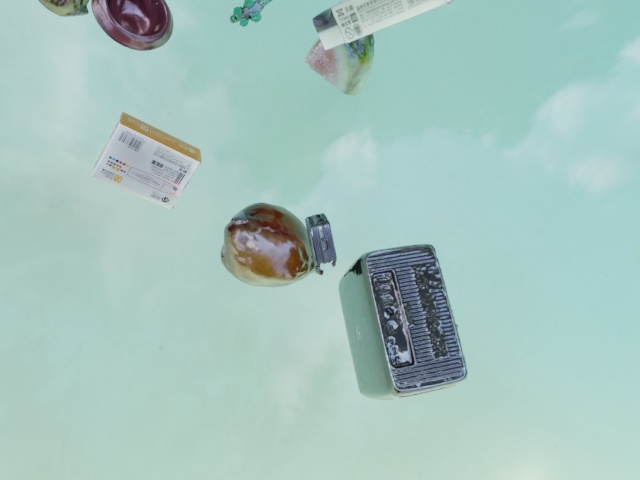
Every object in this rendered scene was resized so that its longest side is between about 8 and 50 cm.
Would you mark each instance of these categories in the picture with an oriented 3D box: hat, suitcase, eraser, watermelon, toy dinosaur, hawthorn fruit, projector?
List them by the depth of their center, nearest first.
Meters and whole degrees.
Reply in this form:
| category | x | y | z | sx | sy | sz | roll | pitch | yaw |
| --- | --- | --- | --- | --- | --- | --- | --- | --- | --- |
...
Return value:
| category | x | y | z | sx | sy | sz | roll | pitch | yaw |
| --- | --- | --- | --- | --- | --- | --- | --- | --- | --- |
| eraser | 0.146 | -0.554 | 1.214 | 0.096 | 0.404 | 0.098 | -41 | 116 | -28 |
| suitcase | 0.000 | 0.000 | 1.271 | 0.059 | 0.086 | 0.126 | -14 | 114 | -6 |
| toy dinosaur | -0.180 | -0.598 | 1.333 | 0.132 | 0.096 | 0.059 | -24 | 119 | 11 |
| hat | -0.490 | -0.584 | 1.339 | 0.205 | 0.089 | 0.205 | 7 | 78 | -35 |
| projector | 0.222 | 0.243 | 1.487 | 0.242 | 0.405 | 0.395 | -7 | 74 | -10 |
| hawthorn fruit | -0.180 | 0.028 | 1.747 | 0.308 | 0.308 | 0.325 | -40 | 65 | -4 |
| watermelon | 0.074 | -0.677 | 1.811 | 0.232 | 0.193 | 0.310 | 8 | 127 | 16 |

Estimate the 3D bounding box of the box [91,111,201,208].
| category | x | y | z | sx | sy | sz | roll | pitch | yaw |
| --- | --- | --- | --- | --- | --- | --- | --- | --- | --- |
| box | -0.544 | -0.243 | 1.624 | 0.274 | 0.091 | 0.221 | 27 | 119 | -30 |

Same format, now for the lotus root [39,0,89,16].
| category | x | y | z | sx | sy | sz | roll | pitch | yaw |
| --- | --- | --- | --- | --- | --- | --- | --- | --- | --- |
| lotus root | -0.533 | -0.565 | 1.010 | 0.123 | 0.124 | 0.241 | 4 | 123 | 11 |
